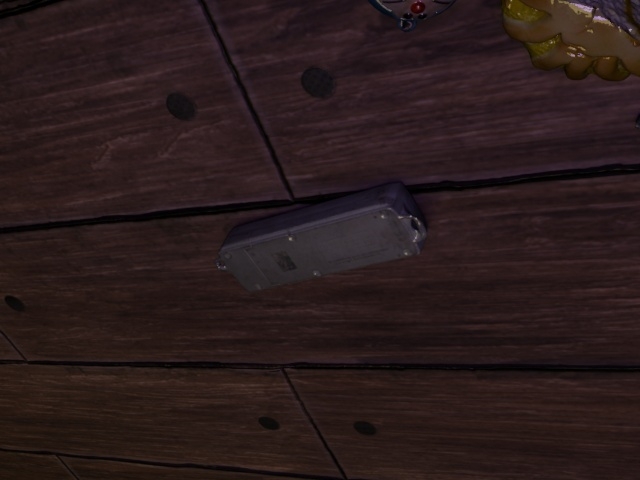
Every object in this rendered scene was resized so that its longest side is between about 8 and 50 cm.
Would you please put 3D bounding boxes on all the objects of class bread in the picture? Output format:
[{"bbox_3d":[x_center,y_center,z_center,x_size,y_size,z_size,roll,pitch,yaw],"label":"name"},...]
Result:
[{"bbox_3d":[0.200,-0.171,0.606,0.157,0.083,0.094,35,148,-12],"label":"bread"}]

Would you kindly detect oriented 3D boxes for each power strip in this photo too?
[{"bbox_3d":[0.000,0.000,0.872,0.272,0.052,0.078,-15,124,33],"label":"power strip"}]

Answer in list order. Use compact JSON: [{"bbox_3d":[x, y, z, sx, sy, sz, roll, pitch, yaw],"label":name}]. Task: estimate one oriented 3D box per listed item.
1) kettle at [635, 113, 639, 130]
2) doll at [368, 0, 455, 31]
[{"bbox_3d":[0.357,-0.074,0.627,0.148,0.127,0.098,39,103,-12],"label":"kettle"},{"bbox_3d":[0.073,-0.234,0.592,0.114,0.085,0.152,2,124,-4],"label":"doll"}]
